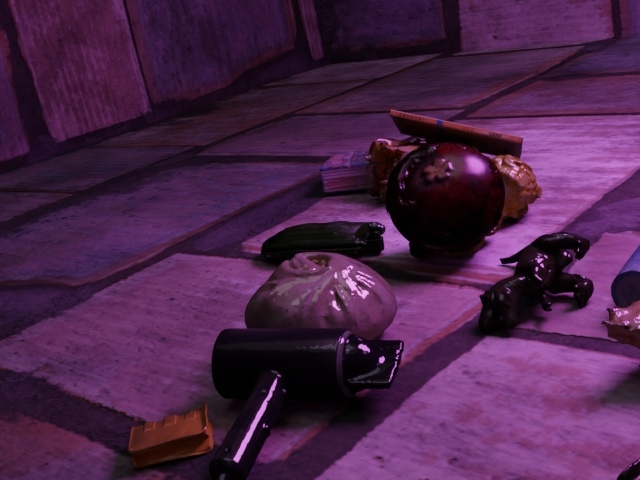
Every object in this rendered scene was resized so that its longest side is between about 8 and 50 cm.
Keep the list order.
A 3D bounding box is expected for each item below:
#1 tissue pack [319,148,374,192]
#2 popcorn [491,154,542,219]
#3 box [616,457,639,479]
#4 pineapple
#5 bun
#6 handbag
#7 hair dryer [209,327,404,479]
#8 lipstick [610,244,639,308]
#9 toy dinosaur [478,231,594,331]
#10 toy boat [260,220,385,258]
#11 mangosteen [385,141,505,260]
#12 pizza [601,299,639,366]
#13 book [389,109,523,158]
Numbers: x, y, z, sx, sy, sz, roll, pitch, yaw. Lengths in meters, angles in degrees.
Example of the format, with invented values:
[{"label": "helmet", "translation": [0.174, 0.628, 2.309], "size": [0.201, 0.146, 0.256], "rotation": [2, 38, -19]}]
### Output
[{"label": "tissue pack", "translation": [0.088, -0.140, 1.633], "size": [0.155, 0.065, 0.115], "rotation": [-6, 17, 19]}, {"label": "popcorn", "translation": [0.285, -0.076, 1.282], "size": [0.106, 0.120, 0.116], "rotation": [22, 43, -13]}, {"label": "box", "translation": [0.432, 0.157, 0.433], "size": [0.373, 0.138, 0.420], "rotation": [-24, 21, -35]}, {"label": "pineapple", "translation": [0.203, -0.128, 1.498], "size": [0.237, 0.114, 0.186], "rotation": [8, 24, 21]}, {"label": "bun", "translation": [-0.003, 0.064, 0.991], "size": [0.183, 0.102, 0.183], "rotation": [-5, 8, 1]}, {"label": "handbag", "translation": [-0.151, 0.197, 0.834], "size": [0.083, 0.027, 0.061], "rotation": [-14, 20, -3]}, {"label": "hair dryer", "translation": [-0.037, 0.173, 0.802], "size": [0.196, 0.077, 0.248], "rotation": [-3, 29, 22]}, {"label": "lipstick", "translation": [0.425, 0.010, 0.990], "size": [0.068, 0.061, 0.274], "rotation": [2, 23, 40]}, {"label": "toy dinosaur", "translation": [0.233, 0.031, 1.004], "size": [0.187, 0.087, 0.179], "rotation": [-22, 22, -33]}, {"label": "toy boat", "translation": [0.000, 0.000, 1.294], "size": [0.210, 0.052, 0.104], "rotation": [-4, 22, 26]}, {"label": "mangosteen", "translation": [0.179, -0.048, 1.167], "size": [0.166, 0.180, 0.166], "rotation": [-15, 45, 15]}, {"label": "pizza", "translation": [0.393, 0.083, 0.799], "size": [0.226, 0.069, 0.147], "rotation": [-24, 43, -25]}, {"label": "book", "translation": [0.255, -0.196, 1.546], "size": [0.242, 0.018, 0.170], "rotation": [15, -1, 14]}]
